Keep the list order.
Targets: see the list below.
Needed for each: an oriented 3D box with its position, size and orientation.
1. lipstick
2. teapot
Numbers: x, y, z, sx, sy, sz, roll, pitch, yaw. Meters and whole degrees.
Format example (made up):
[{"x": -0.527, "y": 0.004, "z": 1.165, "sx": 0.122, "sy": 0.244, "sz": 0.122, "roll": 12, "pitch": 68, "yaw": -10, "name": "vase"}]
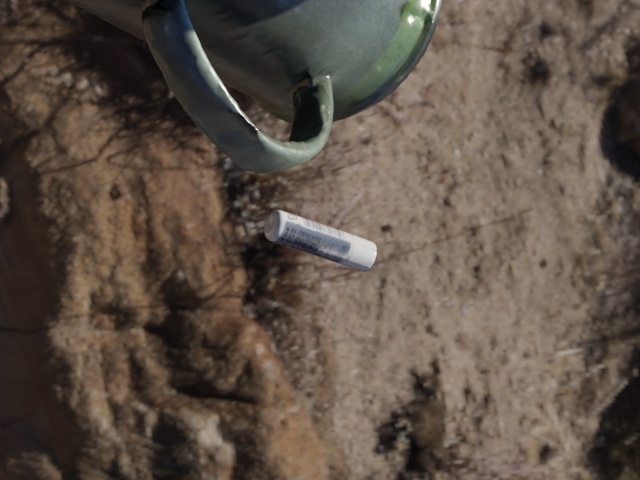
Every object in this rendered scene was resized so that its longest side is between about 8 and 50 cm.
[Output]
[{"x": 0.000, "y": 0.000, "z": 1.454, "sx": 0.141, "sy": 0.040, "sz": 0.040, "roll": 19, "pitch": 65, "yaw": -29, "name": "lipstick"}, {"x": -0.054, "y": -0.170, "z": 0.774, "sx": 0.337, "sy": 0.200, "sz": 0.270, "roll": 19, "pitch": 53, "yaw": -58, "name": "teapot"}]
